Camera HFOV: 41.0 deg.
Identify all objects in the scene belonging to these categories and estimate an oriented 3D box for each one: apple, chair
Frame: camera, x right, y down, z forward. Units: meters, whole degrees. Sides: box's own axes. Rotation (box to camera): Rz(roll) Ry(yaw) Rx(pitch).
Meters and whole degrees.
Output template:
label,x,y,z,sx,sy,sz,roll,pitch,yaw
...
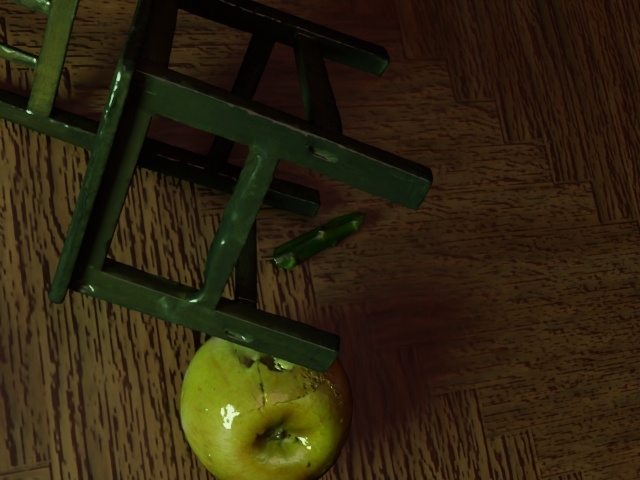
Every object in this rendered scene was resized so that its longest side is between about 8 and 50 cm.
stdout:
label,x,y,z,sx,sy,sz,roll,pitch,yaw
apple,-0.041,0.139,0.698,0.146,0.146,0.146,5,75,-19
chair,-0.159,-0.091,0.640,0.416,0.203,0.240,16,35,-15

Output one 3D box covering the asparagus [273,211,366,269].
label,x,y,z,sx,sy,sz,roll,pitch,yaw
asparagus,0.000,-0.001,0.817,0.108,0.021,0.025,-27,91,-24
